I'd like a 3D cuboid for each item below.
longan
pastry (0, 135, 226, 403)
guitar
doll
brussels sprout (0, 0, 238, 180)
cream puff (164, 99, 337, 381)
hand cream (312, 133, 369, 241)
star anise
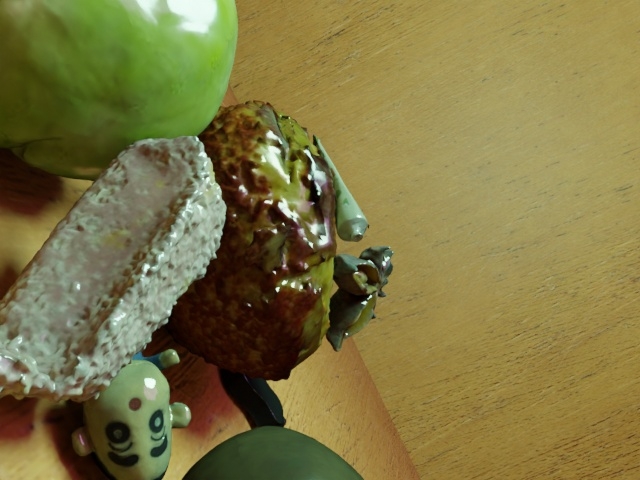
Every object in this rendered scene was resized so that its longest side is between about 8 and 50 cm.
[{"bbox_3d":[-0.035,0.249,0.511,0.198,0.198,0.212,60,5,-30],"label":"longan"},{"bbox_3d":[-0.155,0.029,0.483,0.265,0.102,0.112,-56,152,-45],"label":"pastry"},{"bbox_3d":[-0.059,0.272,0.937,0.271,0.038,0.084,62,7,-15],"label":"guitar"},{"bbox_3d":[-0.158,0.113,0.526,0.179,0.102,0.089,65,-33,23],"label":"doll"},{"bbox_3d":[-0.212,-0.194,0.603,0.273,0.242,0.317,38,38,-19],"label":"brussels sprout"},{"bbox_3d":[-0.105,-0.005,0.779,0.350,0.228,0.351,177,-90,-77],"label":"cream puff"},{"bbox_3d":[0.015,-0.057,0.778,0.057,0.037,0.165,94,-21,-43],"label":"hand cream"},{"bbox_3d":[0.000,0.000,0.862,0.227,0.219,0.148,27,-18,33],"label":"star anise"}]
